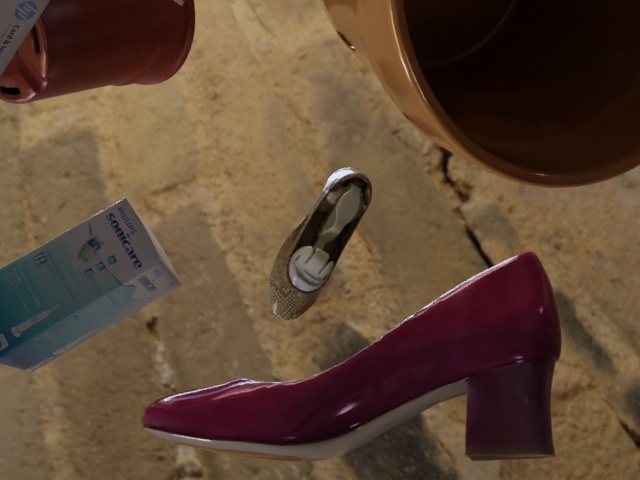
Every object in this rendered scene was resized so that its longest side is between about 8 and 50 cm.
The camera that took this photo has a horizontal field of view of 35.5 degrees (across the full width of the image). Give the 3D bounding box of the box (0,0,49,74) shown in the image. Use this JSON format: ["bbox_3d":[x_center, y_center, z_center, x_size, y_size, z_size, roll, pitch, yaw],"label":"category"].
[{"bbox_3d":[-0.389,-0.219,1.012,0.145,0.186,0.038,-47,-114,24],"label":"box"}]

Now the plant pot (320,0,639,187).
[{"bbox_3d":[0.124,-0.198,0.688,0.291,0.291,0.203,-46,-151,-7],"label":"plant pot"}]

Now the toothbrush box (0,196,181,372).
[{"bbox_3d":[-0.389,0.077,1.597,0.295,0.216,0.126,-30,-101,-5],"label":"toothbrush box"}]

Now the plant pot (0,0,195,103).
[{"bbox_3d":[-0.375,-0.332,1.493,0.272,0.272,0.265,13,-151,32],"label":"plant pot"}]

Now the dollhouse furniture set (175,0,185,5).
[{"bbox_3d":[-0.157,-0.489,1.326,0.174,0.303,0.355,-44,-161,34],"label":"dollhouse furniture set"}]

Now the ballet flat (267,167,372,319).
[{"bbox_3d":[0.000,0.000,1.196,0.206,0.073,0.067,-65,-167,-10],"label":"ballet flat"}]

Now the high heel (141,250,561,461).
[{"bbox_3d":[0.025,0.106,0.909,0.377,0.127,0.181,-1,-106,6],"label":"high heel"}]
